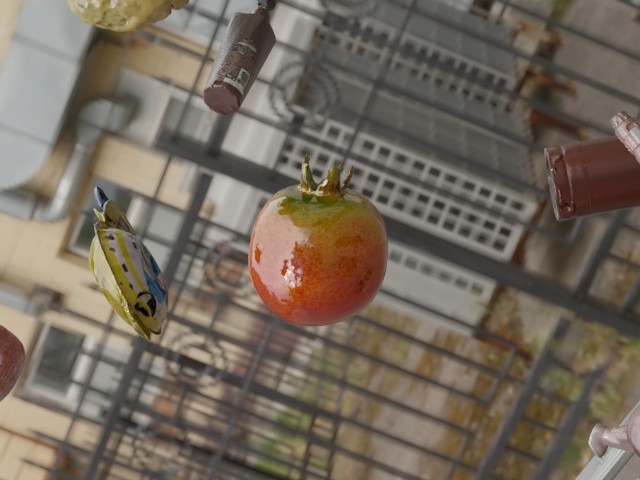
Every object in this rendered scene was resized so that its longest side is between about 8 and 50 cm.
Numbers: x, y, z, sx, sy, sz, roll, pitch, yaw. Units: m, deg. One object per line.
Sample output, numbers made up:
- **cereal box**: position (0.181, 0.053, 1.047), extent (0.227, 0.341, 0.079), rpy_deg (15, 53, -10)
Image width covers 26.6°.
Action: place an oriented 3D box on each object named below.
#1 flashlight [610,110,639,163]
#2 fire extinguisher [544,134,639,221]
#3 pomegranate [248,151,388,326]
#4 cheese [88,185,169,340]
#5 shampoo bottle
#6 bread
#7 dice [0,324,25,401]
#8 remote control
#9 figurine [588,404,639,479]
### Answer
- **flashlight**: position (0.317, -0.080, 1.292), extent (0.052, 0.110, 0.031), rpy_deg (-33, -19, -6)
- **fire extinguisher**: position (0.412, -0.097, 1.646), extent (0.105, 0.268, 0.105), rpy_deg (-11, -90, -83)
- **pomegranate**: position (0.000, 0.000, 1.999), extent (0.221, 0.220, 0.257), rpy_deg (-81, -4, -70)
- **cheese**: position (-0.235, 0.021, 1.614), extent (0.064, 0.157, 0.250), rpy_deg (-28, 41, 1)
- **shampoo bottle**: position (-0.116, -0.295, 2.063), extent (0.068, 0.067, 0.236), rpy_deg (63, -144, -41)
- **bread**: position (-0.274, -0.408, 1.966), extent (0.134, 0.244, 0.245), rpy_deg (47, -118, -69)
- **dice**: position (-0.435, 0.151, 1.706), extent (0.091, 0.093, 0.094), rpy_deg (-9, 47, 43)
- **remote control**: position (0.432, 0.294, 1.928), extent (0.261, 0.029, 0.067), rpy_deg (-51, 11, 2)
- **figurine**: position (0.458, 0.215, 1.584), extent (0.287, 0.186, 0.176), rpy_deg (-34, -14, 11)
